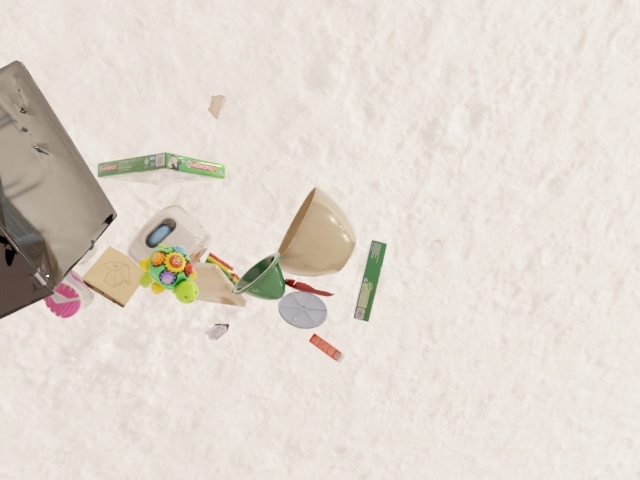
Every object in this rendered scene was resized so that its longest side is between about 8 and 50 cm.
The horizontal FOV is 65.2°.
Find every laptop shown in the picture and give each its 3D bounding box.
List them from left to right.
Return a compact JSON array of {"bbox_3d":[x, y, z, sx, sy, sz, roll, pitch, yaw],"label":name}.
[{"bbox_3d":[-0.666,-0.067,0.954,0.407,0.236,0.382,-27,124,-10],"label":"laptop"}]

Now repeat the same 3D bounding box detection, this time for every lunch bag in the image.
[{"bbox_3d":[-0.419,0.365,2.046,0.083,0.071,0.053,-35,102,-35],"label":"lunch bag"}]

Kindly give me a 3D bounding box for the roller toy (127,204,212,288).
[{"bbox_3d":[-0.389,0.009,1.290,0.146,0.209,0.191,42,118,0],"label":"roller toy"}]

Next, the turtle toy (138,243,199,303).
[{"bbox_3d":[-0.275,0.062,0.948,0.095,0.066,0.130,-25,84,-39],"label":"turtle toy"}]

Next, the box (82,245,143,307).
[{"bbox_3d":[-0.693,0.119,1.698,0.164,0.201,0.021,35,121,-13],"label":"box"}]

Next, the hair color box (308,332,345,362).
[{"bbox_3d":[0.026,0.428,1.989,0.043,0.141,0.072,-54,157,-8],"label":"hair color box"}]

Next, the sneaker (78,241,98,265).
[{"bbox_3d":[-0.741,0.025,1.523,0.118,0.292,0.110,40,62,-41],"label":"sneaker"}]

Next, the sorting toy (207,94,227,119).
[{"bbox_3d":[-0.341,-0.458,1.699,0.044,0.075,0.083,25,110,11],"label":"sorting toy"}]

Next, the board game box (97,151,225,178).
[{"bbox_3d":[-0.466,-0.204,1.464,0.213,0.317,0.046,1,89,-55],"label":"board game box"}]

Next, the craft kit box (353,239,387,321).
[{"bbox_3d":[0.159,0.128,1.636,0.060,0.246,0.250,14,89,2],"label":"craft kit box"}]

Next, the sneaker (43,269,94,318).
[{"bbox_3d":[-0.702,0.109,1.316,0.252,0.111,0.103,41,92,10],"label":"sneaker"}]

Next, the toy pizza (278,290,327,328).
[{"bbox_3d":[-0.071,0.281,2.000,0.201,0.201,0.032,-4,131,-21],"label":"toy pizza"}]

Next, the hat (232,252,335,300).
[{"bbox_3d":[-0.120,0.153,1.412,0.184,0.208,0.173,50,59,-15],"label":"hat"}]

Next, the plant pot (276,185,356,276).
[{"bbox_3d":[0.000,0.000,1.556,0.190,0.284,0.284,27,103,-9],"label":"plant pot"}]

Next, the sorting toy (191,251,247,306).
[{"bbox_3d":[-0.422,0.132,1.864,0.256,0.256,0.090,63,40,-47],"label":"sorting toy"}]
